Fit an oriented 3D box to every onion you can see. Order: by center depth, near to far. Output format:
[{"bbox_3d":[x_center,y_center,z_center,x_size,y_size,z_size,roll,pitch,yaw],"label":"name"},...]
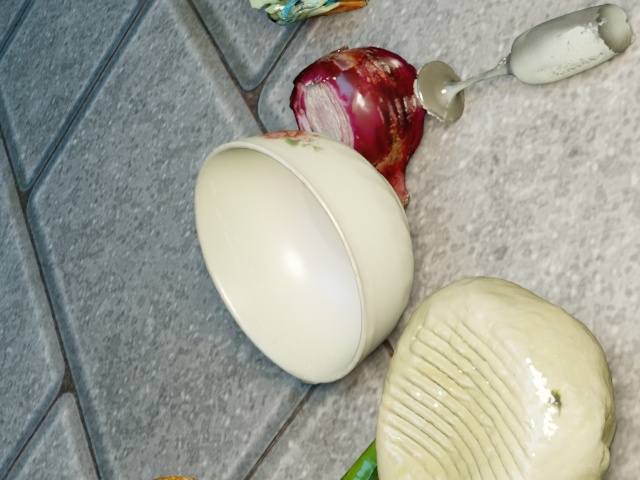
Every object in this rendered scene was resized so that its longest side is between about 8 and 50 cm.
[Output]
[{"bbox_3d":[0.064,-0.127,1.667,0.135,0.198,0.173,-32,7,-18],"label":"onion"}]

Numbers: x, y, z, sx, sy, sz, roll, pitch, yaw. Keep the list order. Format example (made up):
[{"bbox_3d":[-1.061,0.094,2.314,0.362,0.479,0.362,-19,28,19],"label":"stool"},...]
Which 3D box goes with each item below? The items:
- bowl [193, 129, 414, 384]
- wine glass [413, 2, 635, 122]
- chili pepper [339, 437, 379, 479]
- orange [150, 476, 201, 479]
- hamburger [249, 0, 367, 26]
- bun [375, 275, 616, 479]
[{"bbox_3d":[0.000,0.000,1.591,0.277,0.145,0.277,33,138,35],"label":"bowl"},{"bbox_3d":[0.209,-0.184,1.521,0.262,0.074,0.074,-16,58,50],"label":"wine glass"},{"bbox_3d":[0.053,0.225,1.492,0.359,0.076,0.085,-56,-2,13],"label":"chili pepper"},{"bbox_3d":[-0.168,0.356,1.652,0.193,0.161,0.193,-36,45,46],"label":"orange"},{"bbox_3d":[-0.019,-0.414,1.932,0.260,0.150,0.276,-57,32,13],"label":"hamburger"},{"bbox_3d":[0.159,0.154,1.301,0.259,0.160,0.259,-7,81,53],"label":"bun"}]
